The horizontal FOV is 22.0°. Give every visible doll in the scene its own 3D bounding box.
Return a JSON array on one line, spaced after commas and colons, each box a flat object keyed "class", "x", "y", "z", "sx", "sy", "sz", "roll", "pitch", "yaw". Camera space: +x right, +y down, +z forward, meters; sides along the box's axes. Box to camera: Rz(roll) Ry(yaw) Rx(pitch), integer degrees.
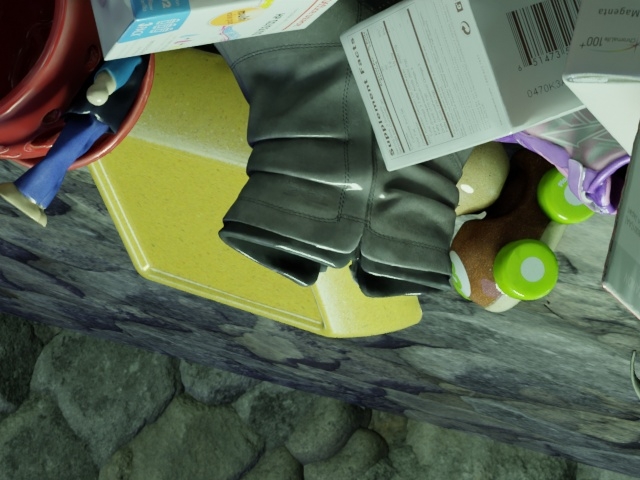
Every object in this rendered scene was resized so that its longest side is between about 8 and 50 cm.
[{"class": "doll", "x": -0.167, "y": -0.099, "z": 1.221, "sx": 0.046, "sy": 0.189, "sz": 0.129, "roll": 35, "pitch": 174, "yaw": 0}]

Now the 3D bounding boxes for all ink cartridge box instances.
[{"class": "ink cartridge box", "x": 0.222, "y": -0.044, "z": 0.998, "sx": 0.060, "sy": 0.239, "sz": 0.275, "roll": 8, "pitch": 164, "yaw": 34}, {"class": "ink cartridge box", "x": -0.049, "y": -0.169, "z": 1.059, "sx": 0.181, "sy": 0.061, "sz": 0.104, "roll": -12, "pitch": 177, "yaw": -19}]

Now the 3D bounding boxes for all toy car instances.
[{"class": "toy car", "x": 0.121, "y": -0.041, "z": 1.429, "sx": 0.188, "sy": 0.149, "sz": 0.155, "roll": 32, "pitch": 172, "yaw": -8}]

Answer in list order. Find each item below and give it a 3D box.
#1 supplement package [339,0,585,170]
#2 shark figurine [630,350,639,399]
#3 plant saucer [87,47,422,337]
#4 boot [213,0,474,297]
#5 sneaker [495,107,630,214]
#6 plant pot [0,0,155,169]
[{"class": "supplement package", "x": 0.106, "y": -0.118, "z": 1.068, "sx": 0.105, "sy": 0.105, "sz": 0.179, "roll": -21, "pitch": -177, "yaw": -22}, {"class": "shark figurine", "x": 0.472, "y": 0.223, "z": 2.017, "sx": 0.116, "sy": 0.166, "sz": 0.278, "roll": 11, "pitch": 171, "yaw": -17}, {"class": "plant saucer", "x": -0.091, "y": -0.035, "z": 1.547, "sx": 0.333, "sy": 0.081, "sz": 0.332, "roll": 16, "pitch": 147, "yaw": 27}, {"class": "boot", "x": -0.035, "y": -0.098, "z": 1.167, "sx": 0.338, "sy": 0.222, "sz": 0.118, "roll": 20, "pitch": 168, "yaw": -8}, {"class": "sneaker", "x": 0.202, "y": -0.073, "z": 1.224, "sx": 0.236, "sy": 0.104, "sz": 0.095, "roll": 10, "pitch": 166, "yaw": 38}, {"class": "plant pot", "x": -0.241, "y": -0.155, "z": 1.316, "sx": 0.191, "sy": 0.191, "sz": 0.174, "roll": 13, "pitch": 174, "yaw": 23}]
